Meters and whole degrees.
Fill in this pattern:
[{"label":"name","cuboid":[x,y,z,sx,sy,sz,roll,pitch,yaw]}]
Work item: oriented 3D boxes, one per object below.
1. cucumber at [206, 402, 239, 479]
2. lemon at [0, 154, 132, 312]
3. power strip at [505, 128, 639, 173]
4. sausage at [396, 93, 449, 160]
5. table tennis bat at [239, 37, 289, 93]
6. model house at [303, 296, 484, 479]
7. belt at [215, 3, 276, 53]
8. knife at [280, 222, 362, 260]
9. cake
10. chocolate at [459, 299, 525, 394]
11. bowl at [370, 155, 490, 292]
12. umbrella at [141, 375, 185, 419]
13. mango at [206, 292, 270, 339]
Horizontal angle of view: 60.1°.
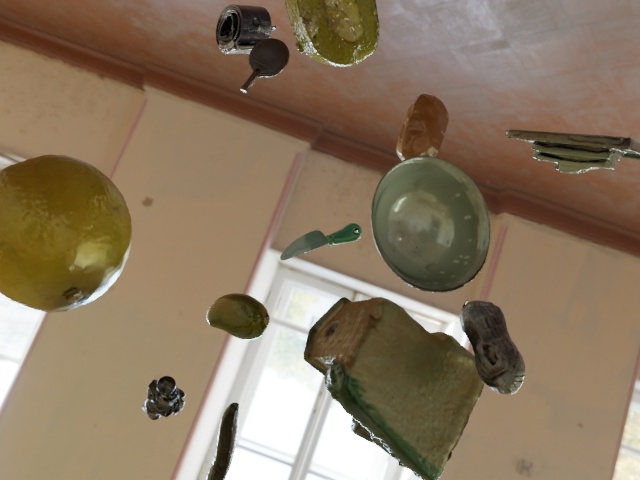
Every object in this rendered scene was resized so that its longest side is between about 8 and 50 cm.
[{"label":"cucumber","cuboid":[-0.241,0.523,1.384,0.056,0.284,0.056,15,-166,-4]},{"label":"lemon","cuboid":[-0.419,0.002,0.888,0.219,0.240,0.240,60,179,17]},{"label":"power strip","cuboid":[0.446,-0.149,0.968,0.213,0.064,0.198,15,-167,40]},{"label":"sausage","cuboid":[0.309,-0.326,1.690,0.136,0.241,0.120,21,168,-19]},{"label":"table tennis bat","cuboid":[-0.158,-0.466,1.394,0.107,0.170,0.119,33,173,14]},{"label":"model house","cuboid":[0.151,0.355,1.426,0.382,0.334,0.342,43,154,-15]},{"label":"belt","cuboid":[-0.226,-0.633,1.674,0.126,0.139,0.230,-7,-169,-29]},{"label":"knife","cuboid":[0.000,-0.002,1.644,0.260,0.063,0.034,-16,-172,-12]},{"label":"cake","cuboid":[0.021,-0.514,1.217,0.179,0.260,0.156,-16,-156,-9]},{"label":"chocolate","cuboid":[0.399,0.243,1.286,0.110,0.248,0.110,-5,141,-4]},{"label":"bowl","cuboid":[0.226,-0.028,1.294,0.313,0.313,0.146,24,162,-18]},{"label":"umbrella","cuboid":[-0.319,0.325,1.145,0.071,0.080,0.224,53,150,12]},{"label":"mango","cuboid":[-0.233,0.210,1.564,0.191,0.122,0.085,18,-171,16]}]
